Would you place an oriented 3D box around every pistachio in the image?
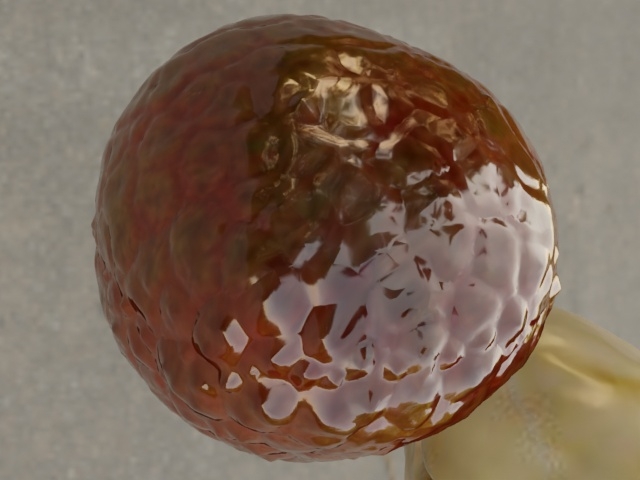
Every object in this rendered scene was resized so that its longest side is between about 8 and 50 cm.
[{"bbox_3d":[0.175,0.166,1.136,0.230,0.309,0.230,-42,156,-23],"label":"pistachio"}]

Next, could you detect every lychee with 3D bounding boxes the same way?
[{"bbox_3d":[0.000,0.000,0.933,0.300,0.255,0.255,-49,133,-70],"label":"lychee"}]
